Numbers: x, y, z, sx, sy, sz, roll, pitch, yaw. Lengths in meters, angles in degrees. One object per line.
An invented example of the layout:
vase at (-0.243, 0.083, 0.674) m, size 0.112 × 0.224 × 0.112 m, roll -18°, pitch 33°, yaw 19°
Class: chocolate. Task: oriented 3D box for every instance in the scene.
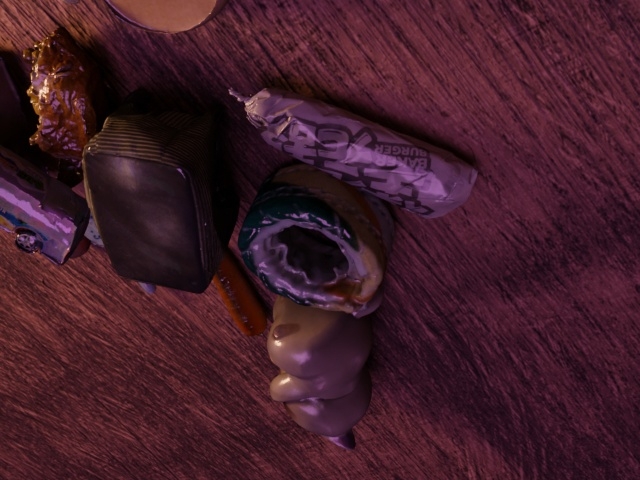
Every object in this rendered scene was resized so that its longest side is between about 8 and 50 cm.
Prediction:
chocolate at (-0.622, -0.219, 1.896) m, size 0.112 × 0.112 × 0.321 m, roll 35°, pitch 148°, yaw 40°

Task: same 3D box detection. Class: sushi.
sushi at (-0.461, -0.239, 1.792) m, size 0.179 × 0.166 × 0.296 m, roll 5°, pitch 143°, yaw 9°

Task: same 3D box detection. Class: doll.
doll at (0.001, 0.237, 1.992) m, size 0.226 × 0.215 × 0.370 m, roll -1°, pitch 131°, yaw -7°

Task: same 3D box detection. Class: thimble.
thimble at (0.000, 0.000, 1.815) m, size 0.288 × 0.167 × 0.254 m, roll 40°, pitch 133°, yaw -14°

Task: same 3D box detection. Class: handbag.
handbag at (-0.274, -0.097, 1.786) m, size 0.247 × 0.240 × 0.340 m, roll 9°, pitch 133°, yaw 16°

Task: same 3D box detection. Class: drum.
drum at (-0.433, 0.010, 2.076) m, size 0.130 × 0.049 × 0.253 m, roll 4°, pitch 131°, yaw 18°

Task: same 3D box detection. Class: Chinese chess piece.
Chinese chess piece at (-0.249, -0.446, 1.556) m, size 0.250 × 0.103 × 0.249 m, roll 10°, pitch 132°, yaw 12°

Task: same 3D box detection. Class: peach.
peach at (-0.522, -0.002, 2.082) m, size 0.083 × 0.083 × 0.083 m, roll 11°, pitch 133°, yaw 12°

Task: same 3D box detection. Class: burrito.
burrito at (0.046, -0.159, 1.701) m, size 0.446 × 0.101 × 0.139 m, roll 22°, pitch 146°, yaw -2°

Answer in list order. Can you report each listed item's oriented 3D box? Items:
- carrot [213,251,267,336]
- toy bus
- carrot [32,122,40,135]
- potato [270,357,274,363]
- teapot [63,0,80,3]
carrot at (-0.172, 0.111, 2.054) m, size 0.067 × 0.067 × 0.225 m, roll -9°, pitch 125°, yaw 28°
toy bus at (-0.568, -0.091, 1.814) m, size 0.317 × 0.112 × 0.138 m, roll 32°, pitch 134°, yaw -13°
carrot at (-0.477, -0.189, 1.917) m, size 0.162 × 0.055 × 0.055 m, roll 23°, pitch 135°, yaw 10°
potato at (-0.074, 0.238, 2.133) m, size 0.068 × 0.062 × 0.083 m, roll -6°, pitch 159°, yaw -10°
teapot at (-0.412, -0.445, 1.660) m, size 0.083 × 0.057 × 0.067 m, roll -42°, pitch 78°, yaw 36°
